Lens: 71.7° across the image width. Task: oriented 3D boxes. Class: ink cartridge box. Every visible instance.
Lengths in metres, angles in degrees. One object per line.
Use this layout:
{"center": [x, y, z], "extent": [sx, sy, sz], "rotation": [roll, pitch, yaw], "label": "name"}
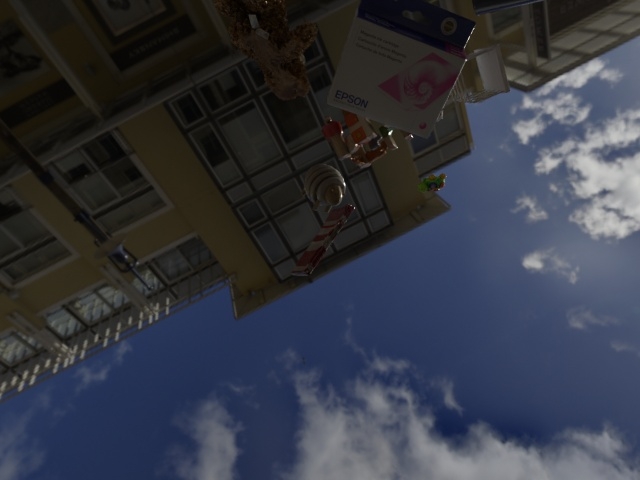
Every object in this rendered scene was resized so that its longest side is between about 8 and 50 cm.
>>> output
{"center": [0.220, -0.488, 1.228], "extent": [0.324, 0.330, 0.071], "rotation": [16, -150, -9], "label": "ink cartridge box"}

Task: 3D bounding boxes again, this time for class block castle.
{"center": [0.249, -0.509, 1.826], "extent": [0.453, 0.303, 0.212], "rotation": [-30, -105, 26], "label": "block castle"}

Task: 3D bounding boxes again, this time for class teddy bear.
{"center": [-0.126, -0.512, 1.085], "extent": [0.245, 0.338, 0.113], "rotation": [-14, -136, 44], "label": "teddy bear"}

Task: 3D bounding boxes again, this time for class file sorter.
{"center": [0.666, -0.708, 1.917], "extent": [0.173, 0.192, 0.277], "rotation": [-21, -162, 9], "label": "file sorter"}

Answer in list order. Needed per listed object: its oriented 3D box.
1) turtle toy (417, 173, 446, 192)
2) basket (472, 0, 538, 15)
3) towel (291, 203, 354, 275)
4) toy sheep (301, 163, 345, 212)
{"center": [0.476, -0.241, 1.901], "extent": [0.130, 0.066, 0.095], "rotation": [-6, 171, -11], "label": "turtle toy"}
{"center": [0.488, -0.643, 1.035], "extent": [0.227, 0.204, 0.154], "rotation": [12, -125, 31], "label": "basket"}
{"center": [0.000, 0.000, 1.786], "extent": [0.329, 0.037, 0.237], "rotation": [-56, -169, -13], "label": "towel"}
{"center": [0.005, -0.114, 0.912], "extent": [0.091, 0.091, 0.132], "rotation": [-33, -130, -7], "label": "toy sheep"}
